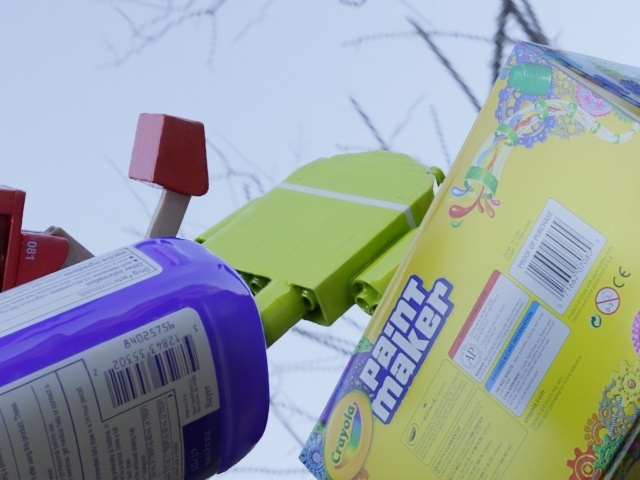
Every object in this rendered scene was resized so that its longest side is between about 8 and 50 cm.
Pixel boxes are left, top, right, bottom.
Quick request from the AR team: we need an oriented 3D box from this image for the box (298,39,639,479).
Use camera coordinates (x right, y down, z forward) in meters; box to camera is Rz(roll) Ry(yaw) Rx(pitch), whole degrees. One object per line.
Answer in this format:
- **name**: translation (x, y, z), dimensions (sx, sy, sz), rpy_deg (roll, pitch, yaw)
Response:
- **box**: translation (0.188, 0.061, 0.864), dimensions (0.279, 0.177, 0.290), rpy_deg (3, -59, -49)

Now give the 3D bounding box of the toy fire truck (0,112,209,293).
- **toy fire truck**: translation (-0.139, 0.019, 0.788), dimensions (0.135, 0.047, 0.192), rpy_deg (7, -87, -26)

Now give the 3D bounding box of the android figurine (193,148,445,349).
- **android figurine**: translation (0.000, 0.000, 1.268), dimensions (0.273, 0.248, 0.056), rpy_deg (-40, -56, -34)

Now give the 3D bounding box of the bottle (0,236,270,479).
- **bottle**: translation (-0.156, 0.093, 0.609), dimensions (0.283, 0.092, 0.118), rpy_deg (-23, -54, -31)
